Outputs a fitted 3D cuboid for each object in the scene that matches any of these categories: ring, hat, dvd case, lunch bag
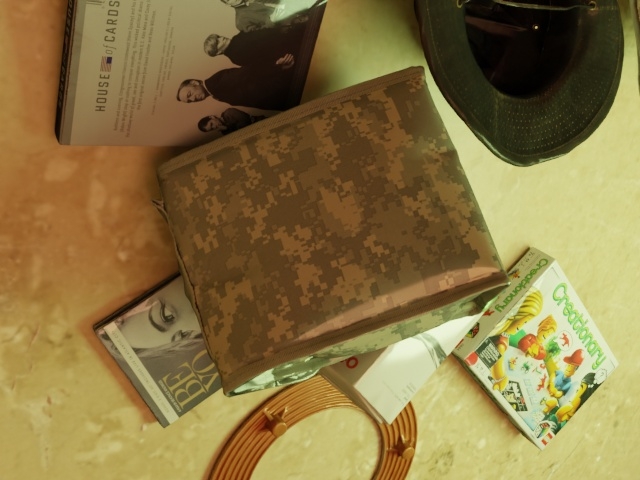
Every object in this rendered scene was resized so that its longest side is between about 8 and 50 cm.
[{"bbox_3d":[0.000,0.327,1.085,0.337,0.032,0.336,-14,119,-26],"label":"ring"},{"bbox_3d":[0.182,-0.245,0.856,0.331,0.134,0.331,-3,96,-36],"label":"hat"},{"bbox_3d":[-0.117,-0.170,0.745,0.239,0.029,0.179,-3,126,-31],"label":"dvd case"},{"bbox_3d":[-0.121,0.095,0.901,0.221,0.018,0.164,-34,127,-15],"label":"dvd case"},{"bbox_3d":[0.000,0.000,0.775,0.287,0.235,0.169,-18,165,-6],"label":"lunch bag"}]

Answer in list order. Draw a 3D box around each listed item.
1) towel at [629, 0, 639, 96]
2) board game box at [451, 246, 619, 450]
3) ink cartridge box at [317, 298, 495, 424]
[{"bbox_3d":[0.523,-0.362,0.993,0.317,0.053,0.331,-19,109,-10],"label":"towel"},{"bbox_3d":[0.328,0.173,1.205,0.193,0.053,0.305,-47,129,-5],"label":"board game box"},{"bbox_3d":[0.080,0.076,0.918,0.219,0.160,0.092,-48,130,-12],"label":"ink cartridge box"}]
